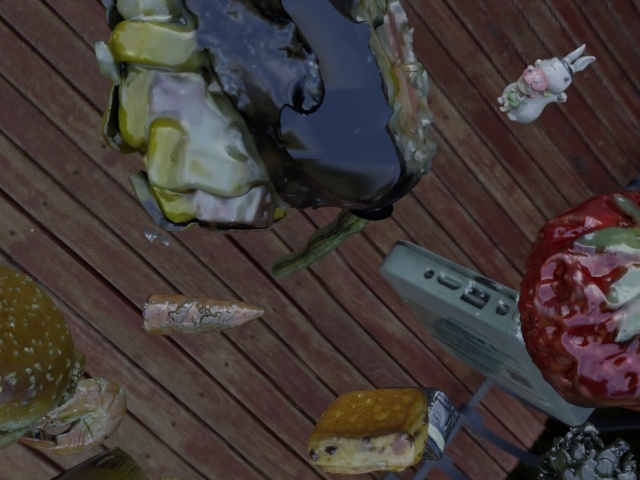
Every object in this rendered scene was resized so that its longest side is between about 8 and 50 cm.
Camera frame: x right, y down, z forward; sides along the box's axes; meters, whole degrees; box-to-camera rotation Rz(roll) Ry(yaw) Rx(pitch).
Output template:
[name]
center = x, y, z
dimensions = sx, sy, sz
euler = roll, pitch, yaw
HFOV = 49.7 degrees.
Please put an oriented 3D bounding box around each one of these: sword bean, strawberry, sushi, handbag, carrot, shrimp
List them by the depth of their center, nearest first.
[sushi]
center = -0.055, -0.178, 0.709
dimensions = 0.286, 0.328, 0.327
euler = -15, 124, 21
[strawberry]
center = 0.397, 0.087, 0.921
dimensions = 0.317, 0.345, 0.295
euler = -39, 81, -12
[sword bean]
center = 0.000, 0.001, 0.972
dimensions = 0.038, 0.269, 0.043
euler = -24, 82, -38
[shrimp]
center = -0.491, 0.337, 1.286
dimensions = 0.267, 0.061, 0.145
euler = -4, 105, -43
[carrot]
center = -0.249, 0.157, 1.489
dimensions = 0.263, 0.102, 0.101
euler = -1, 91, 6
[handbag]
center = 0.252, 0.524, 1.949
dimensions = 0.181, 0.255, 0.181
euler = 55, 51, -24

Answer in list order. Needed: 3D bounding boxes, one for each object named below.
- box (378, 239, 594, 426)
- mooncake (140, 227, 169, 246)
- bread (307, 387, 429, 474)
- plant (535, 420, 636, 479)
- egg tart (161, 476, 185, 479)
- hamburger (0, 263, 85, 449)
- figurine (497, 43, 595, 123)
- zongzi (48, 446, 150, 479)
[box]
center = 0.334, 0.179, 1.365
dimensions = 0.111, 0.396, 0.396
euler = -52, 135, -11
[mooncake]
center = -0.283, -0.034, 1.789
dimensions = 0.347, 0.150, 0.057
euler = -16, 112, -13
[bread]
center = 0.102, 0.360, 1.297
dimensions = 0.211, 0.235, 0.099
euler = -9, 98, 20
[plant]
center = 0.278, 0.269, 0.738
dimensions = 0.092, 0.094, 0.143
euler = 12, 94, -14
[egg tart]
center = -0.192, 0.477, 1.069
dimensions = 0.098, 0.252, 0.232
euler = -37, 78, -21
[hamburger]
center = -0.337, 0.110, 0.693
dimensions = 0.215, 0.122, 0.189
euler = 8, 53, -56
[figurine]
center = 0.362, -0.250, 1.110
dimensions = 0.081, 0.146, 0.098
euler = 50, 43, 2
[zongzi]
center = -0.343, 0.378, 0.772
dimensions = 0.300, 0.274, 0.145
euler = -29, 89, 1
